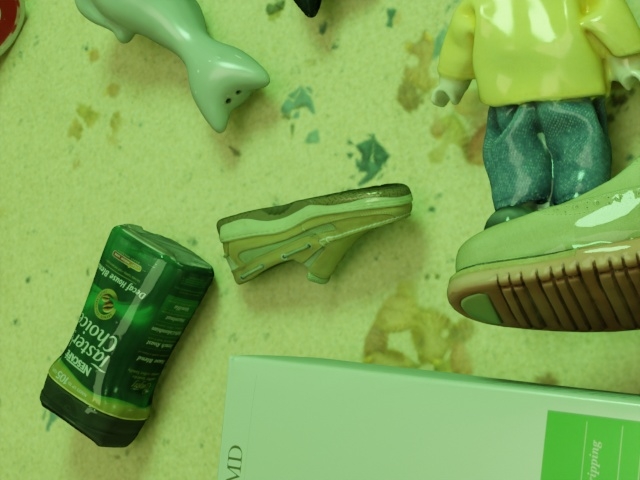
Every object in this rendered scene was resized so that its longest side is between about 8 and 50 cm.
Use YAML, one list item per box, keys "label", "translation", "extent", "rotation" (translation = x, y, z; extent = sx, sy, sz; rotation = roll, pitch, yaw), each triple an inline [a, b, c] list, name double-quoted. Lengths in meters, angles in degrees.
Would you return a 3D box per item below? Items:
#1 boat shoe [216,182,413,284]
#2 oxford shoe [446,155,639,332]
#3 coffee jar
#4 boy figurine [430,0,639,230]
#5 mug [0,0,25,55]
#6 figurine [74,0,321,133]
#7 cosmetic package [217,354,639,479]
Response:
- label: "boat shoe"
  translation: [0.000, 0.000, 1.319]
  extent: [0.190, 0.068, 0.072]
  rotation: [-12, 88, 39]
- label: "oxford shoe"
  translation: [0.274, -0.037, 1.098]
  extent: [0.397, 0.140, 0.146]
  rotation: [-14, 67, 8]
- label: "coffee jar"
  translation: [-0.172, 0.085, 1.393]
  extent: [0.096, 0.079, 0.184]
  rotation: [29, 98, 31]
- label: "boy figurine"
  translation: [0.166, -0.142, 1.219]
  extent: [0.177, 0.092, 0.285]
  rotation: [-9, 77, 30]
- label: "mug"
  translation: [-0.376, -0.239, 1.572]
  extent: [0.169, 0.150, 0.113]
  rotation: [34, 64, 26]
- label: "figurine"
  translation: [-0.087, -0.227, 1.393]
  extent: [0.209, 0.092, 0.215]
  rotation: [46, 107, 24]
- label: "cosmetic package"
  translation: [0.111, 0.195, 1.161]
  extent: [0.365, 0.155, 0.197]
  rotation: [2, 86, 30]
